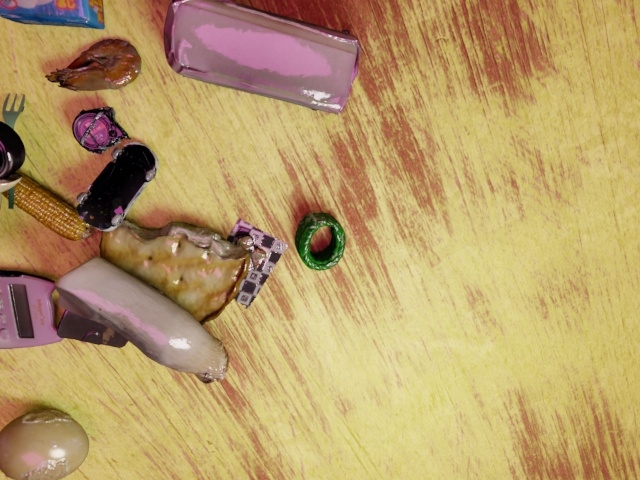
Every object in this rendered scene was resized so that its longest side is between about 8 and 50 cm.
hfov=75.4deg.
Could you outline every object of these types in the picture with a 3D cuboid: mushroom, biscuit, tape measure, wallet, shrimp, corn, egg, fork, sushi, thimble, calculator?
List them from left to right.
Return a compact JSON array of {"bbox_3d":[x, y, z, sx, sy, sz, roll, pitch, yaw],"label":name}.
[{"bbox_3d":[-0.743,0.157,0.948,0.293,0.043,0.195,1,108,-5],"label":"calculator"},{"bbox_3d":[-0.614,-0.181,0.825,0.039,0.021,0.236,1,88,-6],"label":"fork"},{"bbox_3d":[-0.668,0.496,1.002,0.201,0.164,0.164,27,102,-17],"label":"egg"},{"bbox_3d":[-0.584,-0.072,0.880,0.207,0.068,0.068,41,98,-18],"label":"corn"},{"bbox_3d":[-0.453,-0.344,0.831,0.190,0.042,0.102,-15,88,-3],"label":"shrimp"},{"bbox_3d":[-0.530,0.208,0.980,0.156,0.018,0.082,25,96,-31],"label":"wallet"},{"bbox_3d":[-0.458,-0.229,0.856,0.094,0.054,0.091,-26,108,-6],"label":"tape measure"},{"bbox_3d":[-0.365,0.185,0.899,0.396,0.126,0.177,34,140,-10],"label":"mushroom"},{"bbox_3d":[-0.346,0.053,0.944,0.329,0.078,0.335,-37,106,13],"label":"biscuit"},{"bbox_3d":[-0.186,0.066,1.001,0.139,0.031,0.201,29,102,-16],"label":"sushi"},{"bbox_3d":[0.000,0.000,0.976,0.118,0.090,0.130,-12,110,-7],"label":"thimble"}]

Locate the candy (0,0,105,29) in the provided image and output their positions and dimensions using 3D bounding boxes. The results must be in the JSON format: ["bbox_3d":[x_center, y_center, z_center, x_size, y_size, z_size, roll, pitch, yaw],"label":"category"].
[{"bbox_3d":[-0.489,-0.549,0.728,0.157,0.100,0.306,0,108,-7],"label":"candy"}]

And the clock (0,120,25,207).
[{"bbox_3d":[-0.733,-0.103,0.753,0.378,0.120,0.277,8,118,-5],"label":"clock"}]

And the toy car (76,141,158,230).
[{"bbox_3d":[-0.423,-0.115,0.877,0.095,0.056,0.205,32,75,-4],"label":"toy car"}]

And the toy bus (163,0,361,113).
[{"bbox_3d":[-0.112,-0.368,0.806,0.385,0.162,0.171,10,107,-11],"label":"toy bus"}]
